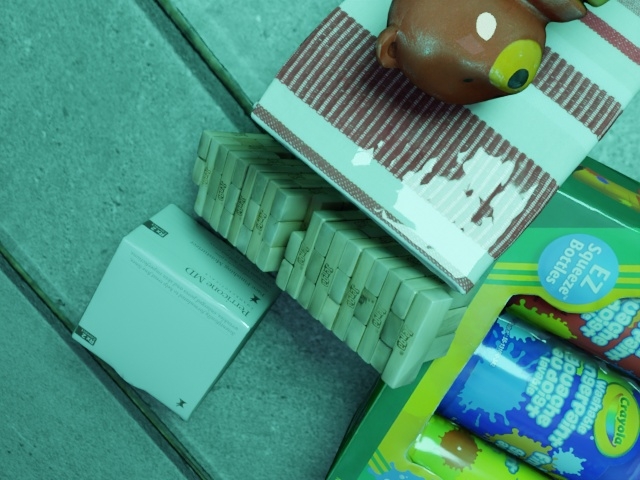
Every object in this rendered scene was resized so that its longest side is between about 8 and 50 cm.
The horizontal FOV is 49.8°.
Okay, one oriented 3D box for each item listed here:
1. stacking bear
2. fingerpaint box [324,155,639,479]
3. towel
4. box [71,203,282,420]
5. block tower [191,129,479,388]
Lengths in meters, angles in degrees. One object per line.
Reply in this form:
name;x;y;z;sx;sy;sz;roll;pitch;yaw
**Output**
stacking bear;0.157;-0.212;0.450;0.289;0.175;0.164;-49;58;24
fingerpaint box;0.260;0.172;0.715;0.371;0.163;0.445;29;119;5
towel;0.132;-0.151;0.573;0.237;0.037;0.329;40;83;8
box;-0.175;0.088;0.851;0.181;0.119;0.182;36;119;0
block tower;0.000;0.000;0.676;0.335;0.097;0.091;39;121;38
